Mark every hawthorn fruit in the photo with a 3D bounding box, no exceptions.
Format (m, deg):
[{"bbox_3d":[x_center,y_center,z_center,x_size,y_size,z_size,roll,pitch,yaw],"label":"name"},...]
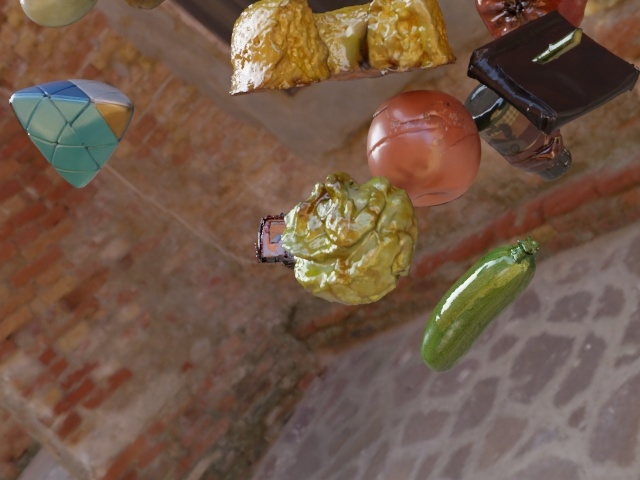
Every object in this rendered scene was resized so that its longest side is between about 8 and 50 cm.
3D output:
[{"bbox_3d":[0.458,-0.518,2.004,0.242,0.241,0.272,-38,-4,43],"label":"hawthorn fruit"}]

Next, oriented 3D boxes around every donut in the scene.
[{"bbox_3d":[0.021,-0.378,1.826,0.435,0.163,0.378,-11,8,-17],"label":"donut"}]

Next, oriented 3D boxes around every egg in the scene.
[{"bbox_3d":[-0.405,-0.403,1.518,0.152,0.114,0.114,-48,11,-16],"label":"egg"}]

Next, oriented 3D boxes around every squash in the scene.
[{"bbox_3d":[0.281,0.120,1.771,0.395,0.107,0.107,-58,2,45],"label":"squash"}]

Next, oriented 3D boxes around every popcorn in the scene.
[{"bbox_3d":[0.050,0.000,1.494,0.221,0.184,0.204,-29,55,39],"label":"popcorn"}]

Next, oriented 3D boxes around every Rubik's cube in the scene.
[{"bbox_3d":[-0.484,-0.224,2.019,0.254,0.254,0.254,-46,12,13],"label":"Rubik's cube"}]

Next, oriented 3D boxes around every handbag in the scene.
[{"bbox_3d":[0.421,-0.301,1.754,0.247,0.223,0.080,-29,-30,-25],"label":"handbag"}]

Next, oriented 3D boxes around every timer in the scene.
[{"bbox_3d":[0.206,-0.184,1.927,0.230,0.230,0.214,-30,63,57],"label":"timer"}]

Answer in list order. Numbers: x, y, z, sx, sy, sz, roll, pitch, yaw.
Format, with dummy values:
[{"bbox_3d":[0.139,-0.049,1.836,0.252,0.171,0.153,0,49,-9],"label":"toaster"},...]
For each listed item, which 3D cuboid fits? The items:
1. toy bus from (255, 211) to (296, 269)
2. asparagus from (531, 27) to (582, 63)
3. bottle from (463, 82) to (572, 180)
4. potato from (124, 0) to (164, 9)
[{"bbox_3d":[0.000,0.000,1.733,0.073,0.235,0.096,106,164,-74],"label":"toy bus"},{"bbox_3d":[0.361,-0.292,1.474,0.108,0.025,0.021,-30,67,57],"label":"asparagus"},{"bbox_3d":[0.435,-0.226,2.045,0.143,0.271,0.156,-45,31,19],"label":"bottle"},{"bbox_3d":[-0.412,-0.708,2.171,0.196,0.369,0.176,20,44,34],"label":"potato"}]
